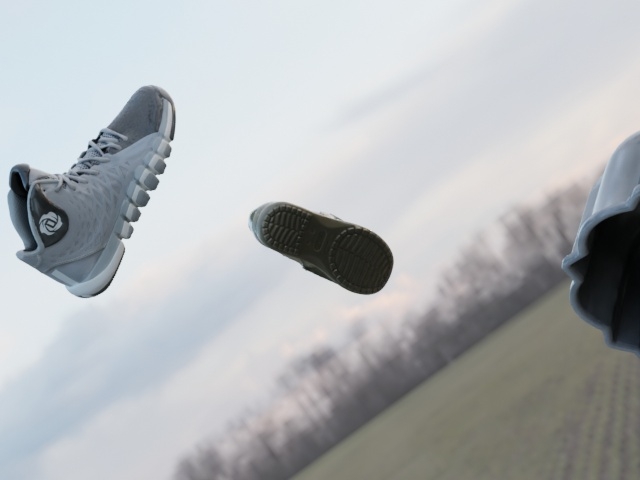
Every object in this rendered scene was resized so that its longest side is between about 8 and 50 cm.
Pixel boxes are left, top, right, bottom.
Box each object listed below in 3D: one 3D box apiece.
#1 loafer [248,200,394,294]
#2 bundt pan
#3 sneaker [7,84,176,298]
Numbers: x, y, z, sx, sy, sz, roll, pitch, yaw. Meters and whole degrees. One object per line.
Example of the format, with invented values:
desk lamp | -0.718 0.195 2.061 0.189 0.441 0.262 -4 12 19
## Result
loafer | 0.000 0.000 1.531 0.050 0.148 0.056 29 90 55
bundt pan | 0.367 -0.009 1.504 0.331 0.331 0.124 -43 31 51
sneaker | -0.233 -0.068 1.800 0.086 0.132 0.228 -2 65 55
